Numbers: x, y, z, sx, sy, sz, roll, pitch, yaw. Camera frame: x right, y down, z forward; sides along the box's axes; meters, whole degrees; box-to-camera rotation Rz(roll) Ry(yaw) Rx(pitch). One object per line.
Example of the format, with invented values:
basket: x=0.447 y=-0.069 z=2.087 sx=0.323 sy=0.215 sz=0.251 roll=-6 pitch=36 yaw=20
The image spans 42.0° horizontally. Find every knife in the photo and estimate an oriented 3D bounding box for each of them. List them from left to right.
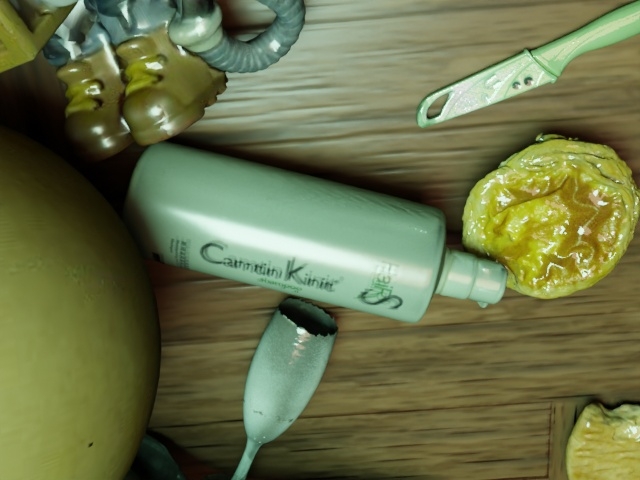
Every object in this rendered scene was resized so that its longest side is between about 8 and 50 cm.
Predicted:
knife: x=0.161 y=-0.125 z=0.575 sx=0.207 sy=0.014 sz=0.030 roll=-22 pitch=114 yaw=12

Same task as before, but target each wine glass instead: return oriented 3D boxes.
wine glass: x=-0.044 y=0.139 z=0.680 sx=0.066 sy=0.066 sz=0.198 roll=19 pitch=112 yaw=-9

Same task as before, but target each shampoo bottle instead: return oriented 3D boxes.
shampoo bottle: x=0.000 y=0.000 z=0.581 sx=0.262 sy=0.085 sz=0.085 roll=14 pitch=115 yaw=1

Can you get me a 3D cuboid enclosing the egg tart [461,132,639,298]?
egg tart: x=0.165 y=-0.021 z=0.604 sx=0.130 sy=0.052 sz=0.130 roll=0 pitch=117 yaw=1

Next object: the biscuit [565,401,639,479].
biscuit: x=0.313 y=0.210 z=0.726 sx=0.224 sy=0.033 sz=0.145 roll=9 pitch=118 yaw=-4

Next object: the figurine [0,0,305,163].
figurine: x=-0.198 y=-0.212 z=0.445 sx=0.261 sy=0.186 sz=0.382 roll=-16 pitch=121 yaw=20

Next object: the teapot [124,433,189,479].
teapot: x=-0.229 y=0.270 z=0.684 sx=0.305 sy=0.223 sz=0.285 roll=14 pitch=110 yaw=23

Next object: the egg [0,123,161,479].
egg: x=-0.265 y=0.069 z=0.503 sx=0.374 sy=0.301 sz=0.301 roll=-1 pitch=125 yaw=46
